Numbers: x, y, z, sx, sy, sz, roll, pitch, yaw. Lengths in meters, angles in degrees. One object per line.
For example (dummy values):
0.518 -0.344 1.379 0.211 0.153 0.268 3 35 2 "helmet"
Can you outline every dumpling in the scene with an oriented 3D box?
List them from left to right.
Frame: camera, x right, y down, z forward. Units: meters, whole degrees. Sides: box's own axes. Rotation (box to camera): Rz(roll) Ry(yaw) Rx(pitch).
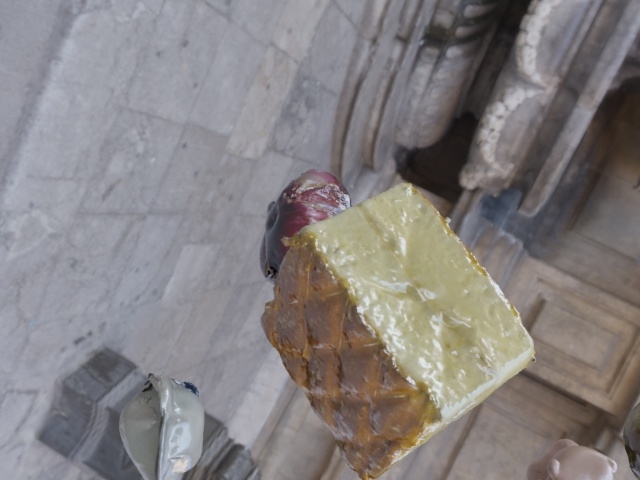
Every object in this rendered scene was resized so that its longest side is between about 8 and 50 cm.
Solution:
-0.281 0.380 1.262 0.163 0.204 0.292 -16 133 -37 "dumpling"

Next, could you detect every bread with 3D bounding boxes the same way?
0.088 0.120 0.871 0.207 0.279 0.279 -24 155 -30 "bread"

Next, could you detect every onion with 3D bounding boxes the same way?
0.000 0.000 1.429 0.314 0.233 0.313 0 90 -89 "onion"

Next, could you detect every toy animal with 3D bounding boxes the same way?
0.585 0.553 1.573 0.171 0.171 0.197 -58 166 -25 "toy animal"

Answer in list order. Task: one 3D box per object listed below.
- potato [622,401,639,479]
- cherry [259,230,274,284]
0.719 0.380 1.273 0.237 0.300 0.288 -20 144 -15 "potato"
-0.071 0.037 1.716 0.195 0.195 0.195 -58 167 -22 "cherry"
